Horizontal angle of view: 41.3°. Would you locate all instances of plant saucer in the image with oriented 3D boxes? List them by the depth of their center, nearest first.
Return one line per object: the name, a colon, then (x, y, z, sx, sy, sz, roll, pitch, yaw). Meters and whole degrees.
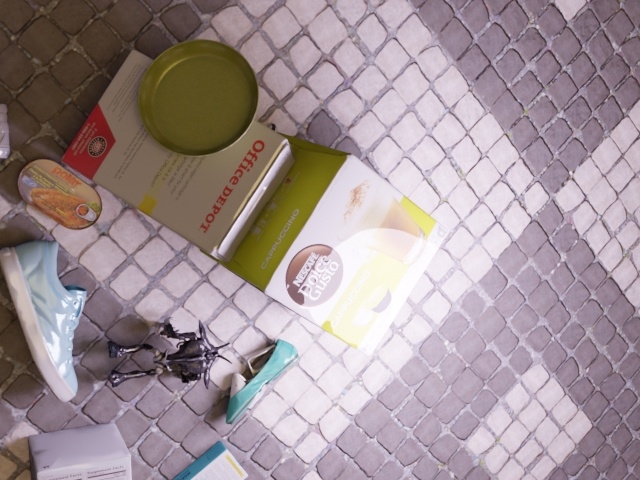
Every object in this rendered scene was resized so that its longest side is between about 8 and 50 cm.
plant saucer: (-0.238, -0.277, 1.675, 0.241, 0.037, 0.241, -1, 79, 5)

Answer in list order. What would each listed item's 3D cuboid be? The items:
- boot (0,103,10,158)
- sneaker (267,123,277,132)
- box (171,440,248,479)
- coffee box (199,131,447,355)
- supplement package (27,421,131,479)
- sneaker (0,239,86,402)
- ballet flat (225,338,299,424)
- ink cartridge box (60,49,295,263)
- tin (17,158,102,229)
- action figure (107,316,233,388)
boot: (-0.756, -0.229, 1.694, 0.258, 0.095, 0.123, 0, 93, -30)
sneaker: (-0.143, -0.231, 1.981, 0.044, 0.040, 0.109, 38, 84, -24)
box: (-0.305, 0.610, 2.073, 0.244, 0.060, 0.100, -38, 113, -12)
coffee box: (0.000, 0.000, 1.907, 0.334, 0.338, 0.337, 35, 85, -34)
supplement package: (-0.531, 0.576, 1.889, 0.198, 0.199, 0.262, -5, 103, -23)
sneaker: (-0.563, 0.171, 1.828, 0.150, 0.135, 0.366, -19, 109, -16)
ballet flat: (-0.163, 0.336, 2.080, 0.087, 0.083, 0.247, 45, 80, 0)
ink cartridge box: (-0.286, -0.168, 1.763, 0.385, 0.160, 0.279, 32, 85, 10)
tin: (-0.559, -0.100, 1.827, 0.190, 0.040, 0.106, 38, 88, -26)
action figure: (-0.342, 0.259, 1.945, 0.276, 0.141, 0.164, -5, 101, -7)
